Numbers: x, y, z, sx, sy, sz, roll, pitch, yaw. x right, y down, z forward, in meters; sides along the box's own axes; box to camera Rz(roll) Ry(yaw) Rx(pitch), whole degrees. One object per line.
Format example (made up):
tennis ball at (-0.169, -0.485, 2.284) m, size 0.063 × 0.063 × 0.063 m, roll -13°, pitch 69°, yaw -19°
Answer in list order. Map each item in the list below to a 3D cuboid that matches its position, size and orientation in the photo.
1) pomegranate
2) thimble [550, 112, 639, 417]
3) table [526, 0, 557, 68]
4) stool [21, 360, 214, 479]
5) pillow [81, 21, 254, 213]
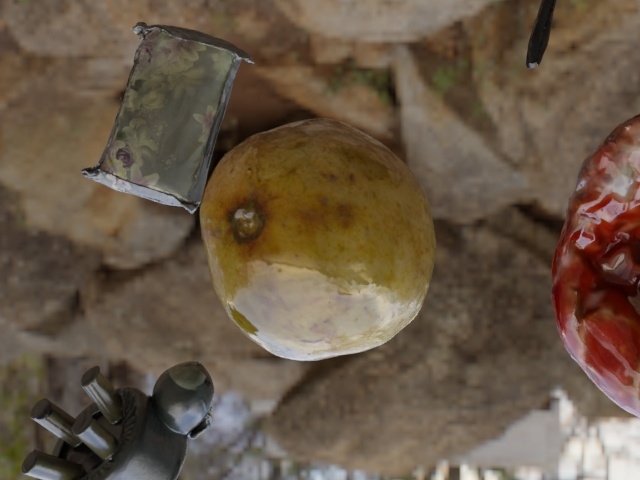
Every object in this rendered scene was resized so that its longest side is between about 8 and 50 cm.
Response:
pomegranate at (0.000, 0.000, 1.735) m, size 0.260 × 0.260 × 0.260 m, roll -1°, pitch -171°, yaw 0°
thimble at (0.403, 0.031, 1.528) m, size 0.350 × 0.350 × 0.230 m, roll 4°, pitch 176°, yaw 26°
table at (0.300, -0.351, 1.630) m, size 0.317 × 0.317 × 0.249 m, roll 2°, pitch -141°, yaw 18°
stool at (-0.229, 0.214, 1.828) m, size 0.139 × 0.228 × 0.153 m, roll 44°, pitch 162°, yaw -30°
pillow at (-0.194, -0.158, 2.080) m, size 0.169 × 0.255 × 0.059 m, roll 16°, pitch 156°, yaw 2°
